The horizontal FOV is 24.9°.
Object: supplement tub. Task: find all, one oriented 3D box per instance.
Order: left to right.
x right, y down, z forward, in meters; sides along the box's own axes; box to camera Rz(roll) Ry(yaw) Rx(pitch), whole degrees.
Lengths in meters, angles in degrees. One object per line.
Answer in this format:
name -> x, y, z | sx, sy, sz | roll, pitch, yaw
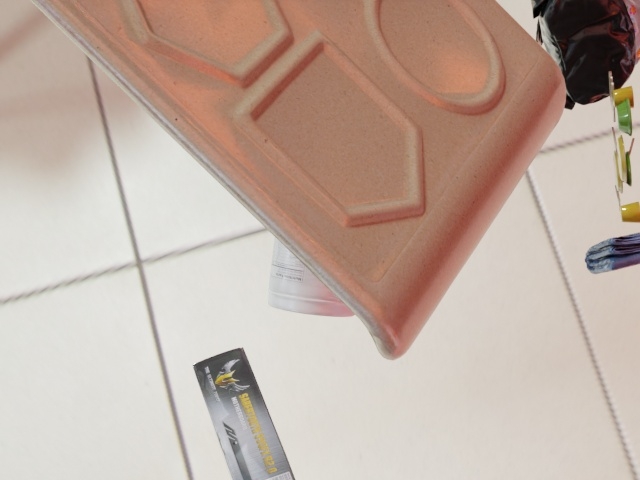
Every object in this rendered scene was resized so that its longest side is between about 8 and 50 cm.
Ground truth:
supplement tub -> 0.000, 0.000, 1.093 | 0.071, 0.071, 0.107 | 7, 94, 6

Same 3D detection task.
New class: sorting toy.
sorting toy -> -0.005, -0.079, 0.557 | 0.208, 0.038, 0.193 | 48, 43, -8

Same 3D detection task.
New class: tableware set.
tableware set -> 0.309, -0.087, 1.458 | 0.024, 0.154, 0.104 | -5, 34, 8

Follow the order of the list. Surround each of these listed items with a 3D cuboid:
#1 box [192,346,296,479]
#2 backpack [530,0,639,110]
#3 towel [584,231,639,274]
box -> -0.053, 0.246, 1.408 | 0.056, 0.183, 0.231 | -19, 40, -6
backpack -> 0.280, -0.244, 1.528 | 0.115, 0.152, 0.182 | -8, 34, 11
towel -> 0.301, 0.003, 1.308 | 0.119, 0.067, 0.029 | -13, 86, -15
